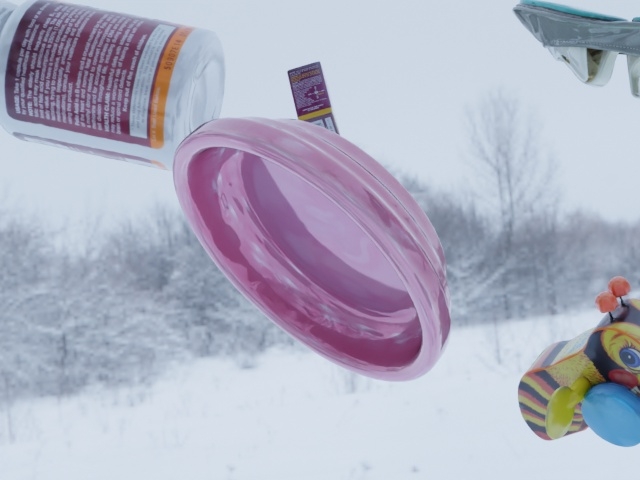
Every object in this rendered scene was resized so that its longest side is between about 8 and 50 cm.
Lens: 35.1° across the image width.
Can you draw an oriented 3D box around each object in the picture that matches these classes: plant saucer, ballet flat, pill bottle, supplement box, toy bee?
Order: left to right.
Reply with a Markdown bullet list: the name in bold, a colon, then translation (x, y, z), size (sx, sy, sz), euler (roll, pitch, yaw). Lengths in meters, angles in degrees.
- **pill bottle**: translation (-0.363, -0.248, 1.559), size (0.392, 0.224, 0.224), euler (13, -1, 8)
- **supplement box**: translation (-0.007, -0.160, 1.192), size (0.043, 0.083, 0.055), euler (-16, -33, 5)
- **plant saucer**: translation (0.000, 0.000, 1.014), size (0.084, 0.332, 0.332), euler (-48, 18, -27)
- **ballet flat**: translation (0.233, -0.146, 0.783), size (0.072, 0.068, 0.213), euler (-3, 16, -45)
- **toy bee**: translation (0.307, 0.112, 1.027), size (0.298, 0.162, 0.195), euler (-27, 11, 32)
